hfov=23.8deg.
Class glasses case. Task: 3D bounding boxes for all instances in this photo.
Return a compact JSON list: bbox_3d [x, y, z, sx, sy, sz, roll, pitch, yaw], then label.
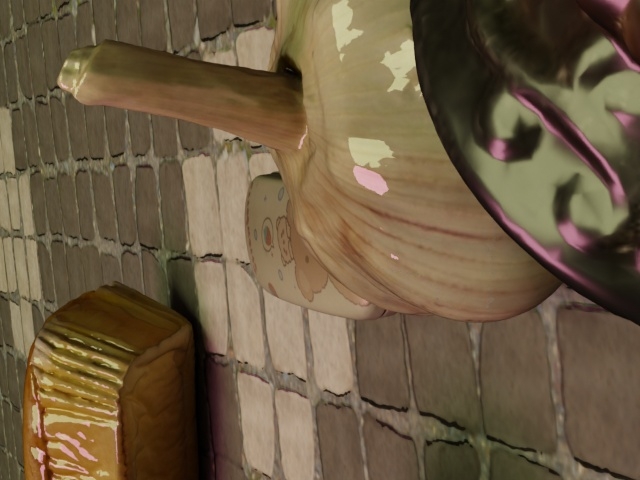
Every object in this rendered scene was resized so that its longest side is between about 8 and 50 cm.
[{"bbox_3d":[0.000,0.000,0.910,0.204,0.051,0.081,-171,74,-68],"label":"glasses case"}]

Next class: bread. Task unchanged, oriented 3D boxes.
[{"bbox_3d":[-0.172,0.191,1.288,0.119,0.152,0.288,11,113,27],"label":"bread"}]

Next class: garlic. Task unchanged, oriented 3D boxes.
[{"bbox_3d":[0.002,-0.057,0.656,0.199,0.226,0.199,179,90,-69],"label":"garlic"}]

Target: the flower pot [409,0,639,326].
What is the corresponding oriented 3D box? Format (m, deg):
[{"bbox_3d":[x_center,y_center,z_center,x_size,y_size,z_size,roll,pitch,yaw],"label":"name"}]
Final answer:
[{"bbox_3d":[0.126,-0.114,0.296,0.267,0.266,0.266,99,155,-58],"label":"flower pot"}]
